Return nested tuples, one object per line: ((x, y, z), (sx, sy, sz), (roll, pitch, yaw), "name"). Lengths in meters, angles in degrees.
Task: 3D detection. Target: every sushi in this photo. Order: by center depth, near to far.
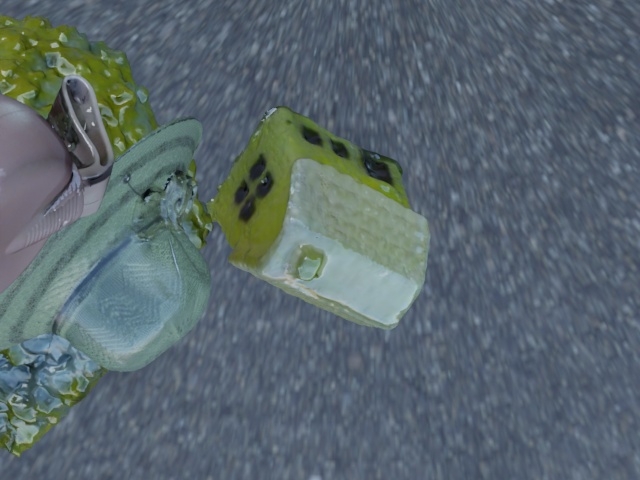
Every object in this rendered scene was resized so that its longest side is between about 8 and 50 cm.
((-0.308, -0.019, 1.621), (0.351, 0.240, 0.396), (41, 131, -7), "sushi")

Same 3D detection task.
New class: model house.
((0.000, 0.000, 1.851), (0.193, 0.234, 0.175), (27, 115, -27), "model house")

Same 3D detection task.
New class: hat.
((-0.140, 0.034, 1.248), (0.110, 0.252, 0.252), (44, 101, 6), "hat")

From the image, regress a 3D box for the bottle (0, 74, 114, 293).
((-0.273, -0.091, 0.986), (0.297, 0.206, 0.173), (38, 136, 12), "bottle")
